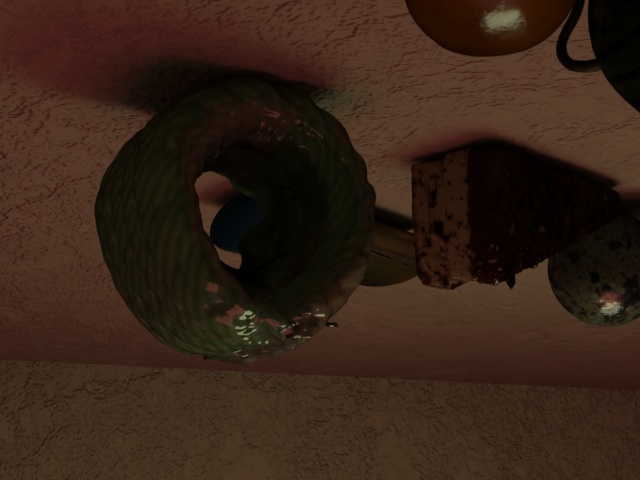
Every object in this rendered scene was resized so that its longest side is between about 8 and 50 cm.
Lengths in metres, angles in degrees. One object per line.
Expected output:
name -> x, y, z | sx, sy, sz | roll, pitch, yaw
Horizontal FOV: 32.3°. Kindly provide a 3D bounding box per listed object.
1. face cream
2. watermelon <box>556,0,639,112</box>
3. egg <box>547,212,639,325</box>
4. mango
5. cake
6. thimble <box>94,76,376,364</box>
face cream -> 0.000, 0.000, 1.258 | 0.139, 0.067, 0.285 | -12, 163, 36
watermelon -> 0.210, -0.125, 0.619 | 0.141, 0.140, 0.187 | 8, 162, -33
egg -> 0.329, 0.032, 1.275 | 0.132, 0.132, 0.172 | -4, 177, 13
mango -> 0.098, -0.146, 0.643 | 0.102, 0.084, 0.184 | -1, 172, 3
cake -> 0.201, -0.052, 1.119 | 0.246, 0.135, 0.112 | -27, -162, -39
thimble -> -0.068, -0.011, 0.896 | 0.219, 0.218, 0.150 | 8, 161, -32
